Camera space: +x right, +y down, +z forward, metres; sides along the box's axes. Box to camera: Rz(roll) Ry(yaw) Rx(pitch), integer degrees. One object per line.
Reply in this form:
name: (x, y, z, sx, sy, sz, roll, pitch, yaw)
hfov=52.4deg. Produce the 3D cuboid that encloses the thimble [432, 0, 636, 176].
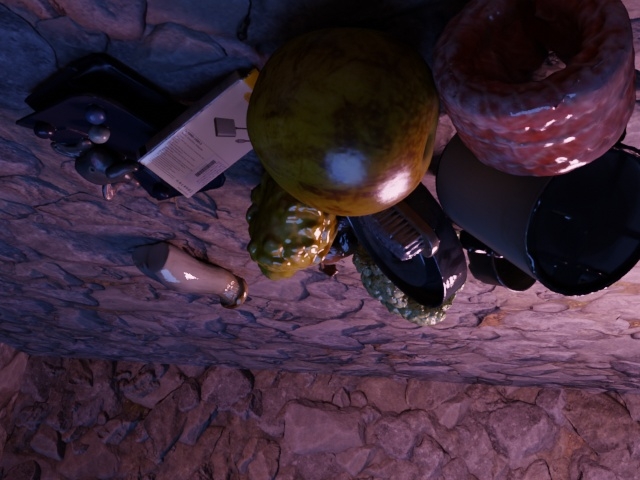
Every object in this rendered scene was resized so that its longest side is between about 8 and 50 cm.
thimble: (0.264, -0.204, 0.810, 0.239, 0.239, 0.162, -8, 149, 29)

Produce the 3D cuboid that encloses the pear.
pear: (0.032, -0.165, 0.912, 0.280, 0.281, 0.281, 5, 157, 2)

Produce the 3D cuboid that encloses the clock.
clock: (0.146, -0.020, 1.213, 0.066, 0.319, 0.319, -34, 160, -13)

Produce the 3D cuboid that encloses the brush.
brush: (0.064, -0.083, 1.078, 0.065, 0.327, 0.070, -33, 155, -17)

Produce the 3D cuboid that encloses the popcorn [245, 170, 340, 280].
popcorn: (-0.050, -0.032, 1.291, 0.192, 0.233, 0.266, 6, 132, -14)

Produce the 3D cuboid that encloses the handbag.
handbag: (-0.353, -0.173, 1.175, 0.269, 0.118, 0.325, -13, 149, 38)

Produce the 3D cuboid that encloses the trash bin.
trash bin: (0.330, -0.069, 0.979, 0.217, 0.277, 0.262, 2, -159, -20)

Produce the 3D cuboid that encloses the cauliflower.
cauliflower: (0.220, 0.050, 1.492, 0.272, 0.275, 0.250, 36, 114, 1)

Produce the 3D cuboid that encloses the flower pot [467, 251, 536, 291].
flower pot: (0.405, 0.038, 1.457, 0.157, 0.157, 0.107, 18, 167, -26)

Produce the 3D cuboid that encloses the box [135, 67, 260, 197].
box: (-0.173, -0.179, 1.086, 0.247, 0.033, 0.129, -35, 138, 11)

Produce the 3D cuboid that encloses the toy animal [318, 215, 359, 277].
toy animal: (0.000, 0.000, 1.543, 0.188, 0.089, 0.179, 4, 140, 4)

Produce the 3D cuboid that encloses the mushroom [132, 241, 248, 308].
mushroom: (-0.353, 0.097, 1.826, 0.328, 0.122, 0.159, 26, -175, -38)
